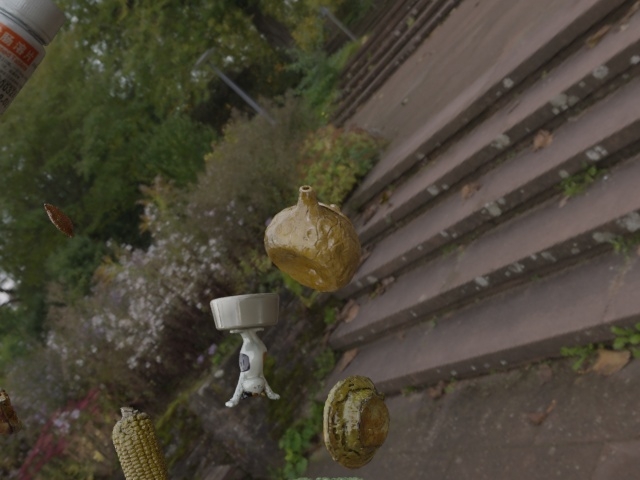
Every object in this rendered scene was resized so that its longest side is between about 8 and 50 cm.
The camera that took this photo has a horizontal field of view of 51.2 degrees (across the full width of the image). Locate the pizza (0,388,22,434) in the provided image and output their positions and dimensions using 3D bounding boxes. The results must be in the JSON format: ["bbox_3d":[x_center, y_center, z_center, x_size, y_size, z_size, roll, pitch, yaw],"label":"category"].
[{"bbox_3d":[-0.914,0.416,1.743,0.161,0.305,0.086,-45,21,16],"label":"pizza"}]

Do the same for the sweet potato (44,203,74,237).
[{"bbox_3d":[-0.559,-0.046,1.435,0.034,0.095,0.034,-20,32,14],"label":"sweet potato"}]

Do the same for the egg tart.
[{"bbox_3d":[0.102,0.452,1.668,0.105,0.241,0.241,-11,31,41],"label":"egg tart"}]

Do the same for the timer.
[{"bbox_3d":[-0.177,0.273,1.668,0.175,0.266,0.175,-6,-8,-1],"label":"timer"}]

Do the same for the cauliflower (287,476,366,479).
[{"bbox_3d":[-0.010,0.549,1.171,0.275,0.272,0.250,-62,36,29],"label":"cauliflower"}]

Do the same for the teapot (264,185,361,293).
[{"bbox_3d":[0.000,0.000,1.400,0.167,0.203,0.311,-60,-29,-24],"label":"teapot"}]

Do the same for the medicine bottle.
[{"bbox_3d":[-0.608,-0.365,1.270,0.252,0.144,0.144,-58,8,-11],"label":"medicine bottle"}]

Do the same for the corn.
[{"bbox_3d":[-0.469,0.596,1.780,0.119,0.322,0.119,-21,-6,-2],"label":"corn"}]
